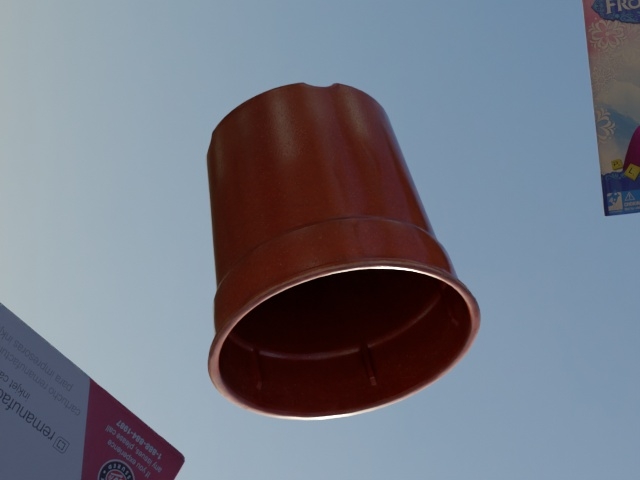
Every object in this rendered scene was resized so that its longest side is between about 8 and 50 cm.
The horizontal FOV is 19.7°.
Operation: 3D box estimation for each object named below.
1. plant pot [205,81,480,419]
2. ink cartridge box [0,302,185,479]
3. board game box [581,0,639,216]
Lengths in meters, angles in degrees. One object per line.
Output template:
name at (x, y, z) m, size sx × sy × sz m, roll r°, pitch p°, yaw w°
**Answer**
plant pot at (0.000, 0.000, 1.880) m, size 0.272 × 0.272 × 0.265 m, roll 110°, pitch -27°, yaw -49°
ink cartridge box at (-0.244, 0.200, 1.162) m, size 0.117 × 0.207 × 0.283 m, roll 5°, pitch -122°, yaw 46°
board game box at (0.492, -0.203, 2.289) m, size 0.066 × 0.319 × 0.318 m, roll -78°, pitch 159°, yaw -69°
